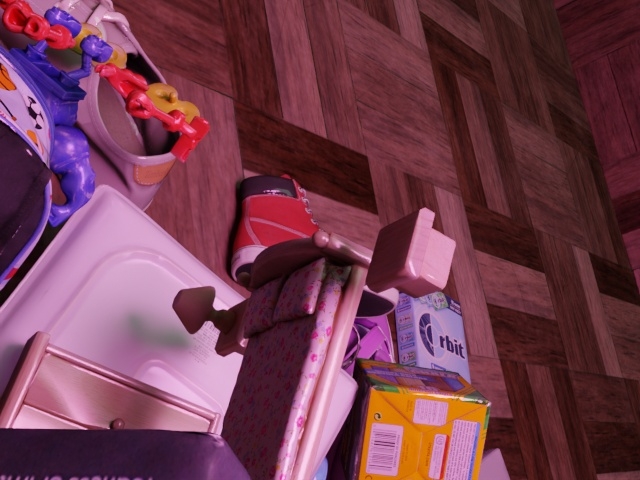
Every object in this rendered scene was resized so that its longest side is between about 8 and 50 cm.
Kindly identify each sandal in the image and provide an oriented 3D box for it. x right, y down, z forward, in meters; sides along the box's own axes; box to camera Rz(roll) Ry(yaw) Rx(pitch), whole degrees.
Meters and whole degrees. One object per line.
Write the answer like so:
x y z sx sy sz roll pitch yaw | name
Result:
0.066 0.216 1.180 0.169 0.102 0.417 40 41 -35 | sandal

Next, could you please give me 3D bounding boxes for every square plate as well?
-0.151 0.168 0.796 0.347 0.049 0.344 40 58 -14 | square plate

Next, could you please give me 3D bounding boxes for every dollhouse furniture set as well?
-0.108 0.134 0.588 0.173 0.355 0.303 27 62 -20 | dollhouse furniture set

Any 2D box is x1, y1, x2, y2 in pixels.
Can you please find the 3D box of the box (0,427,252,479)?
-0.140 0.399 0.361 0.480 0.297 0.472 69 25 -45 | box

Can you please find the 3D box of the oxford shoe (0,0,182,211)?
-0.279 -0.240 0.944 0.169 0.130 0.450 -35 98 -54 | oxford shoe

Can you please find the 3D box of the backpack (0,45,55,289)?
-0.324 -0.046 0.639 0.276 0.263 0.213 35 29 -40 | backpack

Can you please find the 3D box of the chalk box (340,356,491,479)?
0.099 0.215 1.007 0.213 0.131 0.133 -123 -139 -86 | chalk box

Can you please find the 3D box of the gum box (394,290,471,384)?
0.183 0.168 1.433 0.157 0.041 0.185 29 48 -43 | gum box

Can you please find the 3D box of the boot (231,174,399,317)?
0.000 0.000 1.192 0.244 0.088 0.176 21 49 -23 | boot

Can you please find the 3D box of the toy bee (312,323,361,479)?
-0.051 0.246 0.971 0.298 0.162 0.195 -44 96 -24 | toy bee

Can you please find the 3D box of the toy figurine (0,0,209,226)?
-0.308 -0.127 0.789 0.362 0.217 0.191 38 8 4 | toy figurine

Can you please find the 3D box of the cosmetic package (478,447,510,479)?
0.166 0.375 1.209 0.238 0.127 0.107 -7 77 -54 | cosmetic package
